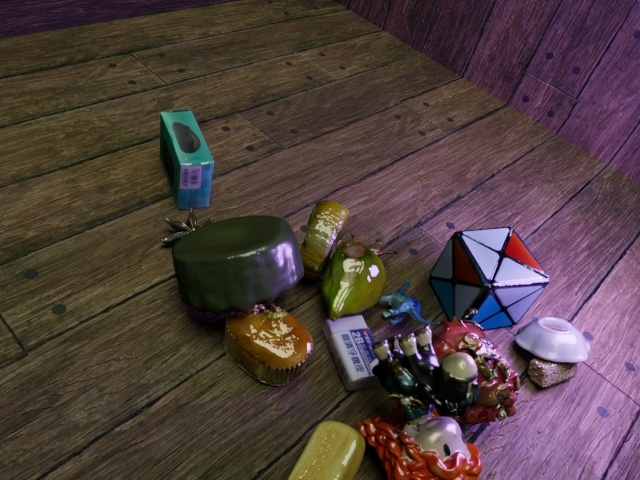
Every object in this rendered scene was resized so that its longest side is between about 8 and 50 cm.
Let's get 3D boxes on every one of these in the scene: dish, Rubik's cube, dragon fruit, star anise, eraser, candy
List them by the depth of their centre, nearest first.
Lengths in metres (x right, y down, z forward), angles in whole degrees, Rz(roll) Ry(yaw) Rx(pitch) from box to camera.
[{"bbox_3d":[0.403,0.365,1.454,0.291,0.250,0.269,38,21,0],"label":"dragon fruit"},{"bbox_3d":[0.098,0.317,1.523,0.125,0.068,0.210,-5,47,-22],"label":"eraser"},{"bbox_3d":[0.731,0.292,1.670,0.230,0.081,0.229,2,20,-1],"label":"dish"},{"bbox_3d":[0.000,0.000,1.677,0.118,0.260,0.260,26,44,7],"label":"candy"},{"bbox_3d":[-0.414,-0.024,1.710,0.205,0.061,0.180,-29,72,-32],"label":"star anise"},{"bbox_3d":[0.535,0.126,1.722,0.248,0.246,0.250,-3,47,-19],"label":"Rubik's cube"}]

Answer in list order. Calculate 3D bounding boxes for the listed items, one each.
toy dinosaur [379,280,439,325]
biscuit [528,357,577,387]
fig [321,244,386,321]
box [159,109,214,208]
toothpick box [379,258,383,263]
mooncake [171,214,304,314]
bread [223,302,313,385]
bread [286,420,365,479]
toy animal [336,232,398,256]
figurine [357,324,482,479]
[{"bbox_3d":[0.248,0.208,1.647,0.144,0.076,0.329,-17,16,-1],"label":"toy dinosaur"},{"bbox_3d":[0.715,0.392,1.632,0.169,0.082,0.070,-8,21,-24],"label":"biscuit"},{"bbox_3d":[0.078,0.149,1.590,0.206,0.206,0.275,25,46,8],"label":"fig"},{"bbox_3d":[-0.474,-0.285,1.857,0.118,0.205,0.311,-7,49,-27],"label":"box"},{"bbox_3d":[0.170,0.094,1.784,0.047,0.047,0.083,34,46,17],"label":"toothpick box"},{"bbox_3d":[-0.228,0.067,1.502,0.357,0.194,0.356,-8,22,3],"label":"mooncake"},{"bbox_3d":[-0.143,0.270,1.451,0.250,0.133,0.179,35,50,20],"label":"bread"},{"bbox_3d":[0.016,0.534,1.245,0.147,0.098,0.217,11,42,34],"label":"bread"},{"bbox_3d":[0.145,0.028,1.811,0.241,0.056,0.099,13,29,26],"label":"toy animal"},{"bbox_3d":[0.247,0.411,1.277,0.306,0.411,0.241,9,8,27],"label":"figurine"}]
